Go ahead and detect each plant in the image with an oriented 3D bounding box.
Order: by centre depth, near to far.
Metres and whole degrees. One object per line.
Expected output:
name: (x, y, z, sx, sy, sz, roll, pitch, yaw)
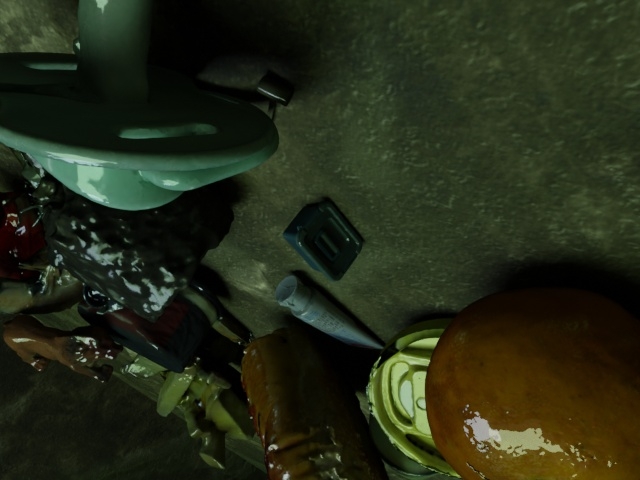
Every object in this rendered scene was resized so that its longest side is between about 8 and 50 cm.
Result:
plant: (-0.293, -0.050, 0.792, 0.312, 0.213, 0.215, 37, 152, -14)

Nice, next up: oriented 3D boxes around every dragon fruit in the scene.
dragon fruit: (-0.620, -0.002, 1.154, 0.234, 0.233, 0.293, 39, 135, -17)

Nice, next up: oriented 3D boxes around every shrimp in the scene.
shrimp: (-0.518, -0.013, 1.033, 0.085, 0.272, 0.445, 44, 147, 28)
shrimp: (-0.223, 0.183, 1.281, 0.190, 0.042, 0.101, 42, 169, -23)

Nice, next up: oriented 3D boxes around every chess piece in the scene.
chess piece: (0.194, 0.391, 1.119, 0.182, 0.182, 0.330, 18, 155, 18)

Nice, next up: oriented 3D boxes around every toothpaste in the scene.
toothpaste: (0.018, 0.141, 0.993, 0.089, 0.057, 0.234, -5, 143, 48)

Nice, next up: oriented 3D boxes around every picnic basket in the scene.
picnic basket: (-0.230, 0.277, 1.405, 0.072, 0.072, 0.083, 8, 153, 33)

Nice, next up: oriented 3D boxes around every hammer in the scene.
hammer: (-0.057, -0.140, 0.643, 0.036, 0.019, 0.110, 28, 153, 1)

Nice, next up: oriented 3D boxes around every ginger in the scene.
ginger: (-0.344, 0.364, 1.401, 0.414, 0.211, 0.358, 32, 167, 10)

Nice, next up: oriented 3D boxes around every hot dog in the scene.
hot dog: (0.005, 0.393, 1.063, 0.367, 0.196, 0.365, 56, -179, -38)

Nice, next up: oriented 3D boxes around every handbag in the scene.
handbag: (-0.333, 0.127, 1.131, 0.255, 0.181, 0.181, 19, 151, 22)

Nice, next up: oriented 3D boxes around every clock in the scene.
clock: (0.219, 0.242, 0.874, 0.294, 0.071, 0.277, 8, 116, 19)

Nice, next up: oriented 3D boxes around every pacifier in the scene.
pacifier: (-0.175, -0.179, 0.523, 0.343, 0.288, 0.269, 35, 124, 36)

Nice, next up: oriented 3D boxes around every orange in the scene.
orange: (0.261, 0.186, 0.650, 0.284, 0.226, 0.283, 13, 131, 16)

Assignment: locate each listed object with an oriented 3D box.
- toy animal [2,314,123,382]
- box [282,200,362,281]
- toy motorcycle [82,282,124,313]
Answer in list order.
toy animal: (-0.510, 0.194, 1.102, 0.313, 0.097, 0.157, 10, 147, 13)
box: (0.000, 0.000, 0.763, 0.054, 0.074, 0.099, 8, 146, 51)
toy motorcycle: (-0.345, 0.011, 0.975, 0.102, 0.221, 0.150, 7, -171, 29)
